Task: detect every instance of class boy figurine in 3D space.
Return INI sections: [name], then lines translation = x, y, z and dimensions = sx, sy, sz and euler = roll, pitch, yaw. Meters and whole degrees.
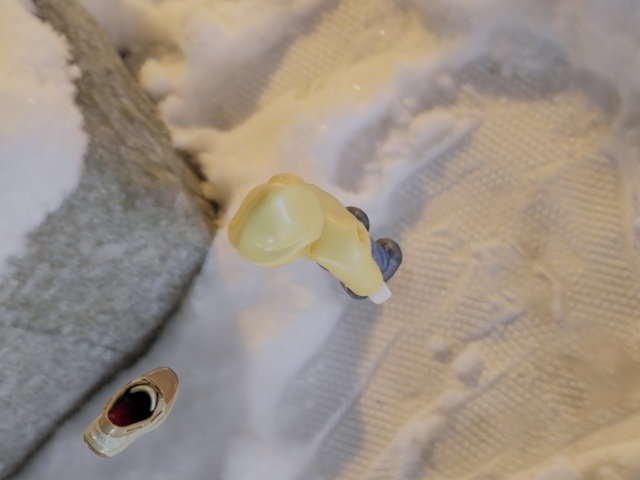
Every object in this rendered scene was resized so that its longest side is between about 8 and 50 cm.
[boy figurine]
translation = 0.000, 0.000, 1.301
dimensions = 0.177, 0.285, 0.092
euler = 44, 100, 19

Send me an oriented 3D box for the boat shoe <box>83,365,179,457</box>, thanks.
[boat shoe]
translation = -0.171, 0.157, 1.215
dimensions = 0.050, 0.135, 0.045
euler = 40, 125, 2
